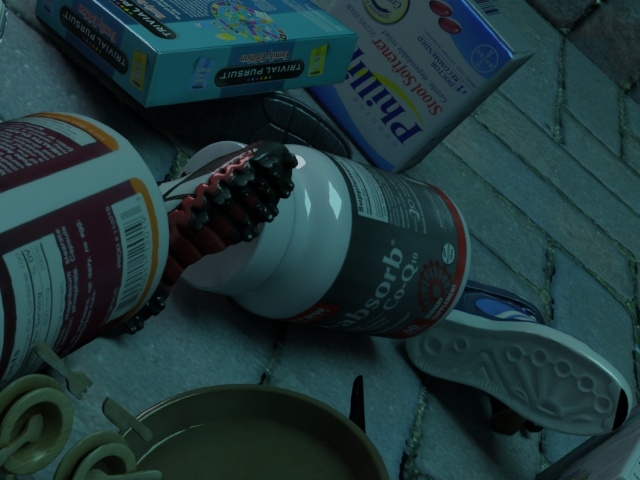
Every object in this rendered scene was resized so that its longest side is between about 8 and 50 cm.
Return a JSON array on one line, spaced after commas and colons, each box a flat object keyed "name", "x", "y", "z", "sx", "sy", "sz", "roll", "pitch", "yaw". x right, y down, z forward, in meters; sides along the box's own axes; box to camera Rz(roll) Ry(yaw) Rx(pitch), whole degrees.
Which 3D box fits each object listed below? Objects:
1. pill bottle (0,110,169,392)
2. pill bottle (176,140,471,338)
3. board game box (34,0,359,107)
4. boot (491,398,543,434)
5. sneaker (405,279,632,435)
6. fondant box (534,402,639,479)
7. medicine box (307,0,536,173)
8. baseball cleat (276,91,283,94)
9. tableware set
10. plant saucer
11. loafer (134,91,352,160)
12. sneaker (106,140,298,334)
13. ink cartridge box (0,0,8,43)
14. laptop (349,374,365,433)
[{"name": "pill bottle", "x": -0.313, "y": 0.028, "z": 1.165, "sx": 0.224, "sy": 0.224, "sz": 0.392, "roll": 49, "pitch": 27, "yaw": 5}, {"name": "pill bottle", "x": 0.000, "y": 0.000, "z": 1.670, "sx": 0.363, "sy": 0.210, "sz": 0.210, "roll": 13, "pitch": 42, "yaw": -47}, {"name": "board game box", "x": -0.159, "y": -0.281, "z": 1.801, "sx": 0.336, "sy": 0.079, "sz": 0.254, "roll": -13, "pitch": 42, "yaw": -42}, {"name": "boot", "x": 0.262, "y": 0.227, "z": 1.927, "sx": 0.118, "sy": 0.042, "sz": 0.087, "roll": 19, "pitch": 31, "yaw": -44}, {"name": "sneaker", "x": 0.295, "y": 0.144, "z": 1.865, "sx": 0.323, "sy": 0.130, "sz": 0.236, "roll": 17, "pitch": 19, "yaw": 26}, {"name": "fondant box", "x": 0.340, "y": 0.319, "z": 1.686, "sx": 0.096, "sy": 0.238, "sz": 0.330, "roll": 52, "pitch": 27, "yaw": 6}, {"name": "medicine box", "x": 0.141, "y": -0.295, "z": 2.186, "sx": 0.263, "sy": 0.289, "sz": 0.149, "roll": 49, "pitch": 25, "yaw": 6}, {"name": "baseball cleat", "x": -0.044, "y": -0.131, "z": 1.962, "sx": 0.206, "sy": 0.072, "sz": 0.109, "roll": 46, "pitch": 40, "yaw": 9}, {"name": "tableware set", "x": -0.209, "y": 0.182, "z": 1.147, "sx": 0.039, "sy": 0.128, "sz": 0.194, "roll": 22, "pitch": -19, "yaw": 36}, {"name": "plant saucer", "x": -0.073, "y": 0.241, "z": 1.277, "sx": 0.278, "sy": 0.041, "sz": 0.278, "roll": 2, "pitch": 37, "yaw": -2}, {"name": "loafer", "x": -0.100, "y": -0.166, "z": 1.835, "sx": 0.302, "sy": 0.109, "sz": 0.095, "roll": 19, "pitch": 20, "yaw": -15}, {"name": "sneaker", "x": -0.154, "y": -0.027, "z": 1.460, "sx": 0.135, "sy": 0.276, "sz": 0.097, "roll": 49, "pitch": -3, "yaw": 39}, {"name": "ink cartridge box", "x": -0.418, "y": -0.168, "z": 1.290, "sx": 0.158, "sy": 0.218, "sz": 0.092, "roll": 32, "pitch": 30, "yaw": -26}, {"name": "laptop", "x": 0.098, "y": 0.315, "z": 1.449, "sx": 0.137, "sy": 0.264, "sz": 0.234, "roll": 0, "pitch": 31, "yaw": 6}]
